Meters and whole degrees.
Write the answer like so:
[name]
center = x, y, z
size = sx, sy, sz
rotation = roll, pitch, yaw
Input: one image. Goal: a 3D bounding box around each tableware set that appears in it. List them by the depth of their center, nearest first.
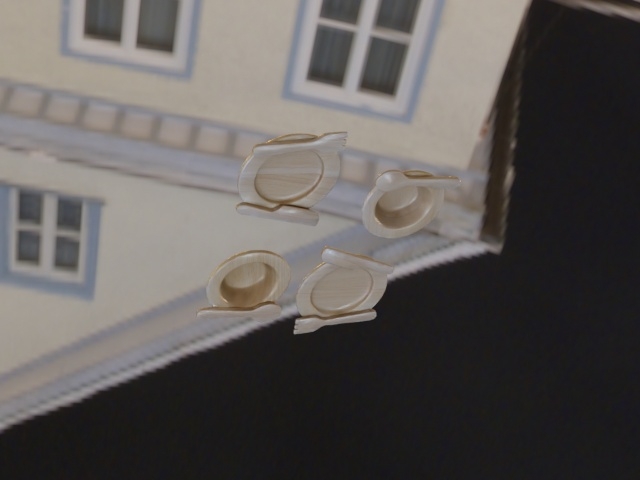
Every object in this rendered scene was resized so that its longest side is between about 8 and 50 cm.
[tableware set]
center = 0.000, 0.000, 0.921
size = 0.141, 0.169, 0.020
rotation = 5, -140, -28
